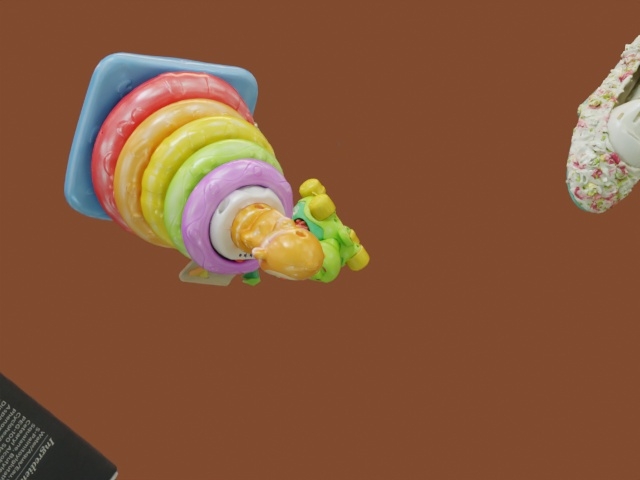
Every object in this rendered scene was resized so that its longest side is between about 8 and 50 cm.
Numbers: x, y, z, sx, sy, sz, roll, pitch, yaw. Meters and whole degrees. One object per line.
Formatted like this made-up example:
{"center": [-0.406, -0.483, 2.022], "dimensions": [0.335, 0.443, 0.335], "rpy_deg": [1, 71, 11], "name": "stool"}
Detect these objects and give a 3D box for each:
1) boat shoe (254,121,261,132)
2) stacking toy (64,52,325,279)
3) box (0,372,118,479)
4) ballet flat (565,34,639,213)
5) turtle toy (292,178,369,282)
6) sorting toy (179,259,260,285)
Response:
{"center": [-0.137, -0.070, 1.780], "dimensions": [0.190, 0.068, 0.072], "rpy_deg": [-27, 121, 31], "name": "boat shoe"}
{"center": [-0.082, -0.035, 1.448], "dimensions": [0.175, 0.302, 0.165], "rpy_deg": [3, 113, -35], "name": "stacking toy"}
{"center": [-0.444, 0.171, 1.647], "dimensions": [0.293, 0.395, 0.212], "rpy_deg": [25, 74, 37], "name": "box"}
{"center": [0.306, -0.129, 1.611], "dimensions": [0.091, 0.077, 0.241], "rpy_deg": [40, 55, -15], "name": "ballet flat"}
{"center": [0.000, 0.000, 1.733], "dimensions": [0.066, 0.130, 0.095], "rpy_deg": [-34, 113, 3], "name": "turtle toy"}
{"center": [-0.086, 0.025, 1.601], "dimensions": [0.083, 0.062, 0.012], "rpy_deg": [8, 50, -34], "name": "sorting toy"}
